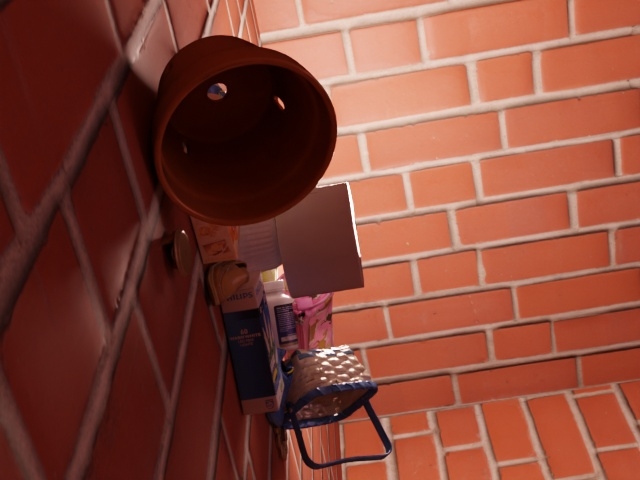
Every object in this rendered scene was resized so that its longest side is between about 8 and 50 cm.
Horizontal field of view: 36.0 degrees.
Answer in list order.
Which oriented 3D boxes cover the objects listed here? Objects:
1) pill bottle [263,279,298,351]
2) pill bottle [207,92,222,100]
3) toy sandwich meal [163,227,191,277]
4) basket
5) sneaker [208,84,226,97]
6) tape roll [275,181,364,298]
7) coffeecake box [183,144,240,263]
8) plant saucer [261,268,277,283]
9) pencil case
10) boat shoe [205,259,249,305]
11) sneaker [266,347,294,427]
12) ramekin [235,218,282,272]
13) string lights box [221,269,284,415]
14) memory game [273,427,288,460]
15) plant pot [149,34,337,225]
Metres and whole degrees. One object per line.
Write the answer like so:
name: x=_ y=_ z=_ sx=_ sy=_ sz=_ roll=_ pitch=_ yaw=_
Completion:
pill bottle: x=-0.110 y=0.183 z=2.359 sx=0.094 sy=0.094 sz=0.169 roll=21 pitch=60 yaw=-86
pill bottle: x=-0.196 y=-0.200 z=1.885 sx=0.184 sy=0.103 sz=0.103 roll=74 pitch=8 yaw=-63
toy sandwich meal: x=-0.222 y=0.019 z=1.525 sx=0.085 sy=0.029 sz=0.085 roll=-7 pitch=90 yaw=-82
basket: x=0.028 y=0.408 z=2.390 sx=0.201 sy=0.255 sz=0.289 roll=-53 pitch=-131 yaw=36
sneaker: x=-0.185 y=-0.260 z=2.014 sx=0.091 sy=0.126 sz=0.240 roll=-92 pitch=173 yaw=-65
tape roll: x=0.000 y=0.000 z=2.224 sx=0.246 sy=0.169 sz=0.246 roll=-8 pitch=90 yaw=-87
coffeecake box: x=-0.199 y=-0.075 z=1.796 sx=0.142 sy=0.068 sz=0.185 roll=-92 pitch=172 yaw=-56
plant saucer: x=-0.143 y=0.065 z=2.532 sx=0.188 sy=0.045 sz=0.188 roll=-94 pitch=174 yaw=-54
pencil case: x=-0.035 y=0.250 z=2.553 sx=0.160 sy=0.167 sz=0.386 roll=36 pitch=-36 yaw=35
boat shoe: x=-0.170 y=0.069 z=1.854 sx=0.190 sy=0.072 sz=0.068 roll=-87 pitch=168 yaw=-72
sneaker: x=-0.096 y=0.344 z=2.289 sx=0.069 sy=0.082 sz=0.209 roll=-96 pitch=177 yaw=-68
ramekin: x=-0.145 y=-0.023 z=2.216 sx=0.207 sy=0.109 sz=0.207 roll=-9 pitch=90 yaw=-86
string lights box: x=-0.138 y=0.204 z=1.986 sx=0.133 sy=0.077 sz=0.259 roll=-80 pitch=161 yaw=-75
memory game: x=-0.101 y=0.457 z=2.458 sx=0.186 sy=0.012 sz=0.186 roll=-9 pitch=90 yaw=-86
plant pot: x=-0.141 y=-0.199 z=1.574 sx=0.203 sy=0.291 sz=0.291 roll=-120 pitch=-166 yaw=-49
